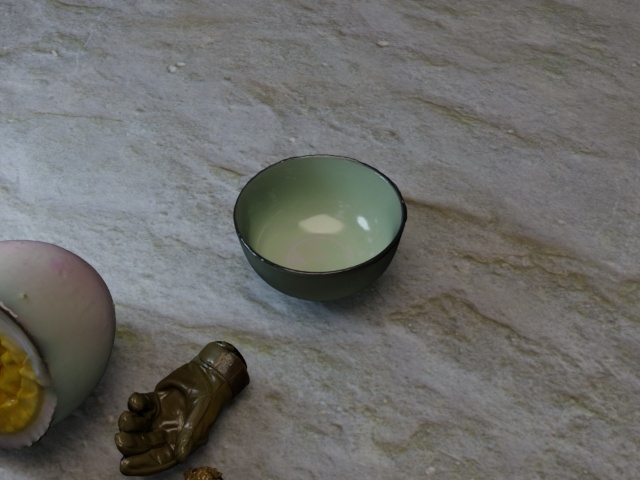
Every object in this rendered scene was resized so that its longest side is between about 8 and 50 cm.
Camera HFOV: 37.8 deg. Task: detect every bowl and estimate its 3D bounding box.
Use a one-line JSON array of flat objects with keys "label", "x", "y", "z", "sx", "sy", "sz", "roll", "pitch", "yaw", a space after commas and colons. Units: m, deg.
[{"label": "bowl", "x": 0.000, "y": 0.000, "z": 1.959, "sx": 0.354, "sy": 0.185, "sz": 0.353, "roll": 0, "pitch": 47, "yaw": 0}]

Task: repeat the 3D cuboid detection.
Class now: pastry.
[{"label": "pastry", "x": -0.191, "y": 0.457, "z": 1.624, "sx": 0.080, "sy": 0.056, "sz": 0.140, "roll": -15, "pitch": 54, "yaw": -3}]

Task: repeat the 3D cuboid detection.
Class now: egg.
[{"label": "egg", "x": -0.536, "y": 0.150, "z": 1.737, "sx": 0.355, "sy": 0.354, "sz": 0.340, "roll": 16, "pitch": 31, "yaw": 15}]

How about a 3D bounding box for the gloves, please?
[{"label": "gloves", "x": -0.260, "y": 0.314, "z": 1.703, "sx": 0.154, "sy": 0.141, "sz": 0.331, "roll": 43, "pitch": 46, "yaw": 4}]
